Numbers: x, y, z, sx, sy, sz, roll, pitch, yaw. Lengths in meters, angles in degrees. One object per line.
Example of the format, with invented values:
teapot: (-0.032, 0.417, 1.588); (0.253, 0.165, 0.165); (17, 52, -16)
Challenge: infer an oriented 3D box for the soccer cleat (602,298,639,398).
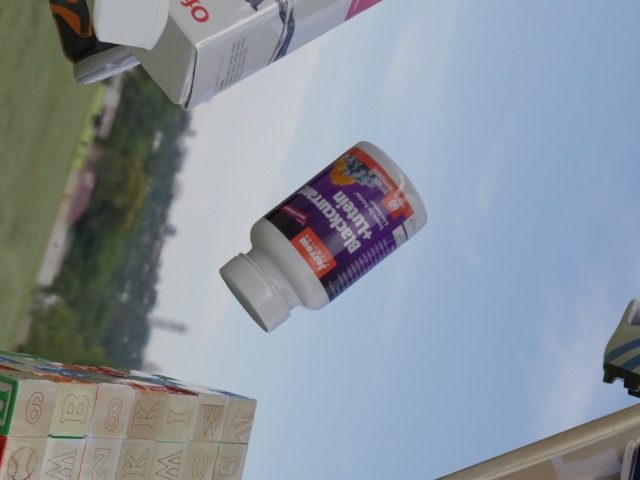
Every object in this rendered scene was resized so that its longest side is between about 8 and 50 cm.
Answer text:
soccer cleat: (0.490, 0.145, 1.712); (0.331, 0.116, 0.143); (11, -101, 56)

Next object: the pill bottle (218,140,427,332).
pill bottle: (0.000, 0.000, 1.319); (0.193, 0.108, 0.108); (-39, -176, -10)

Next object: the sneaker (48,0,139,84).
sneaker: (-0.198, -0.309, 1.542); (0.321, 0.180, 0.124); (-20, -174, 30)

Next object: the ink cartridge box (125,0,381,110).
ink cartridge box: (-0.073, -0.250, 1.195); (0.237, 0.172, 0.100); (-33, 164, -25)

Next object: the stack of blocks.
stack of blocks: (-0.216, 0.153, 1.169); (0.171, 0.297, 0.087); (10, -93, 36)

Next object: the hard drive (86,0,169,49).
hard drive: (-0.108, -0.243, 0.774); (0.307, 0.040, 0.203); (-120, -141, -66)

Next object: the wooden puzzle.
wooden puzzle: (0.235, 0.251, 1.167); (0.322, 0.348, 0.080); (79, -15, -54)
